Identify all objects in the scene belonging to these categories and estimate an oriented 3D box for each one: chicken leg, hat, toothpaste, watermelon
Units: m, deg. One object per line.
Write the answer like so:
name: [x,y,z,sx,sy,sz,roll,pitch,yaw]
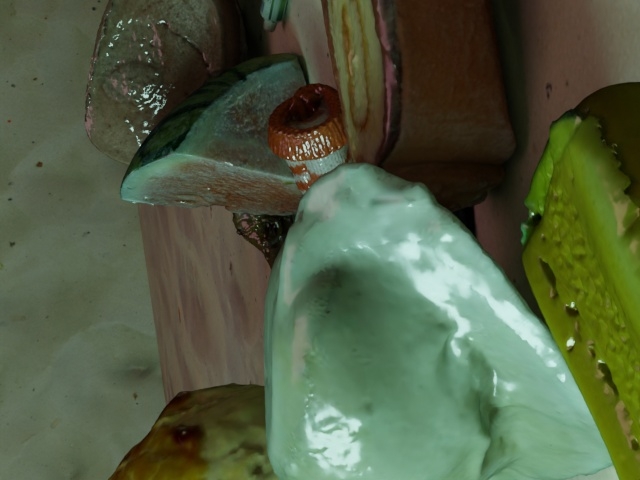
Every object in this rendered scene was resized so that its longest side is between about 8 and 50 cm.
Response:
chicken leg: [-0.062,-0.007,1.659,0.069,0.085,0.198,85,163,-62]
hat: [0.002,-0.078,1.399,0.112,0.093,0.162,-103,-5,-58]
toothpaste: [-0.048,-0.326,1.528,0.204,0.031,0.049,106,151,-53]
watermelon: [-0.105,-0.100,1.576,0.201,0.261,0.213,53,159,1]

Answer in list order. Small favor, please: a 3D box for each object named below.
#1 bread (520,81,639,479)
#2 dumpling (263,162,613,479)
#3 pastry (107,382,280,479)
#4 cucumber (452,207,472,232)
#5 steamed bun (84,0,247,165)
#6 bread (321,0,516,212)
bread: [0.211,0.091,0.606,0.166,0.112,0.383,99,157,-52]
dumpling: [0.051,0.108,0.904,0.270,0.212,0.320,52,-179,12]
pastry: [-0.076,0.340,1.351,0.388,0.312,0.388,53,153,43]
cucumber: [0.098,0.059,1.106,0.078,0.062,0.211,-163,66,-74]
steamed bun: [-0.192,-0.254,1.773,0.251,0.199,0.301,-42,-34,-74]
bread: [0.073,-0.132,0.996,0.190,0.123,0.244,-173,77,-77]
